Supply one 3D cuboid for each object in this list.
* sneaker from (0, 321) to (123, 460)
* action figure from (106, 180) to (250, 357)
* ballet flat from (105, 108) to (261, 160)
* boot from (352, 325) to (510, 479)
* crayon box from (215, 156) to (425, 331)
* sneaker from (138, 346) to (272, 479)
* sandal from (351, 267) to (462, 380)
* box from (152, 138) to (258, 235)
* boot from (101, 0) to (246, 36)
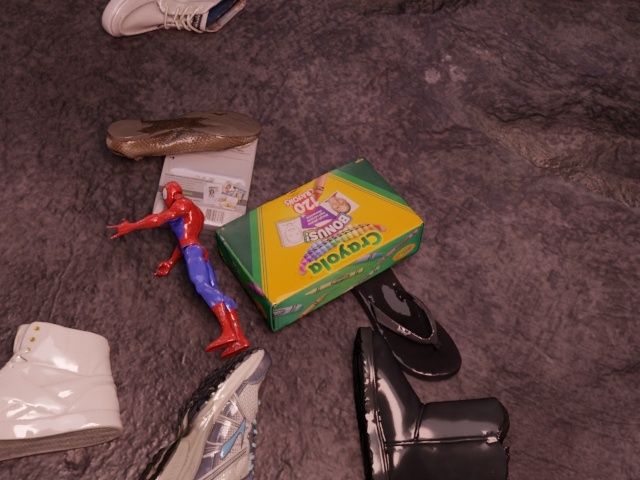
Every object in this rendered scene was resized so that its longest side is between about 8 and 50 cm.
[{"bbox_3d":[-0.420,0.197,1.072,0.292,0.108,0.169,-2,60,-24],"label":"sneaker"},{"bbox_3d":[-0.214,0.046,1.190,0.139,0.091,0.280,-21,69,5],"label":"action figure"},{"bbox_3d":[-0.218,-0.164,1.300,0.249,0.058,0.084,-8,41,-21],"label":"ballet flat"},{"bbox_3d":[0.158,0.240,1.163,0.207,0.094,0.247,-3,69,-9],"label":"boot"},{"bbox_3d":[0.000,0.000,1.250,0.278,0.081,0.165,-28,60,-20],"label":"crayon box"},{"bbox_3d":[-0.137,0.274,1.099,0.122,0.110,0.283,42,56,-13],"label":"sneaker"},{"bbox_3d":[0.120,0.112,1.251,0.097,0.054,0.254,-32,72,-25],"label":"sandal"},{"bbox_3d":[-0.185,-0.099,1.316,0.145,0.038,0.186,9,61,-6],"label":"box"},{"bbox_3d":[-0.254,-0.415,1.444,0.123,0.095,0.258,40,60,19],"label":"boot"}]
